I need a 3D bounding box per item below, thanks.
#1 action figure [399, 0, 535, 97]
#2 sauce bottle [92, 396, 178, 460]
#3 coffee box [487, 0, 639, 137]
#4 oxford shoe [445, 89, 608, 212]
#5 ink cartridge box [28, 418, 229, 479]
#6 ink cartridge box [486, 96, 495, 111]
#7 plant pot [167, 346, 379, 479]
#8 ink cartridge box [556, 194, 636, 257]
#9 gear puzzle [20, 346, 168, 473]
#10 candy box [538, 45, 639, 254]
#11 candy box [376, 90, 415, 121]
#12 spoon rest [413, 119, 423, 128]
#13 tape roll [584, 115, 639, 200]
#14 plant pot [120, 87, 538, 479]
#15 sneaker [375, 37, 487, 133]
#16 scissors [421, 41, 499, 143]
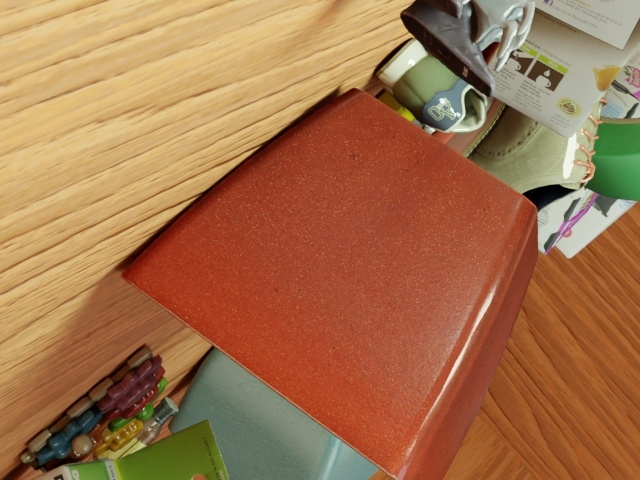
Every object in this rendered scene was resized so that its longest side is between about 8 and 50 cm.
[{"bbox_3d":[0.164,-0.232,0.852,0.285,0.099,0.185,-45,157,-9],"label":"action figure"},{"bbox_3d":[-0.238,0.255,1.761,0.128,0.042,0.042,-40,172,4],"label":"sauce bottle"},{"bbox_3d":[0.233,-0.216,1.084,0.141,0.098,0.246,-57,176,-34],"label":"coffee box"},{"bbox_3d":[0.234,-0.114,1.290,0.123,0.130,0.348,7,127,-52],"label":"oxford shoe"},{"bbox_3d":[-0.210,0.312,1.393,0.255,0.188,0.097,-26,165,23],"label":"ink cartridge box"},{"bbox_3d":[0.126,-0.033,1.684,0.283,0.117,0.207,-48,171,37],"label":"ink cartridge box"},{"bbox_3d":[-0.013,0.183,1.809,0.248,0.247,0.252,-33,152,-47],"label":"plant pot"},{"bbox_3d":[0.363,-0.160,1.755,0.306,0.226,0.131,-49,171,36],"label":"ink cartridge box"},{"bbox_3d":[-0.237,0.213,1.522,0.175,0.044,0.339,-40,172,-12],"label":"gear puzzle"},{"bbox_3d":[0.322,-0.113,1.620,0.159,0.071,0.233,-36,157,-53],"label":"candy box"},{"bbox_3d":[0.002,-0.058,1.277,0.206,0.027,0.105,-43,175,8],"label":"candy box"},{"bbox_3d":[0.098,-0.055,1.454,0.084,0.137,0.276,-48,162,-14],"label":"spoon rest"},{"bbox_3d":[0.363,-0.189,1.387,0.321,0.077,0.321,-24,-139,23],"label":"tape roll"},{"bbox_3d":[0.040,0.035,1.123,0.235,0.267,0.267,-54,165,-6],"label":"plant pot"},{"bbox_3d":[0.111,-0.128,1.200,0.064,0.086,0.192,-44,172,17],"label":"sneaker"},{"bbox_3d":[0.187,-0.201,1.258,0.297,0.021,0.109,-46,-161,32],"label":"scissors"}]
